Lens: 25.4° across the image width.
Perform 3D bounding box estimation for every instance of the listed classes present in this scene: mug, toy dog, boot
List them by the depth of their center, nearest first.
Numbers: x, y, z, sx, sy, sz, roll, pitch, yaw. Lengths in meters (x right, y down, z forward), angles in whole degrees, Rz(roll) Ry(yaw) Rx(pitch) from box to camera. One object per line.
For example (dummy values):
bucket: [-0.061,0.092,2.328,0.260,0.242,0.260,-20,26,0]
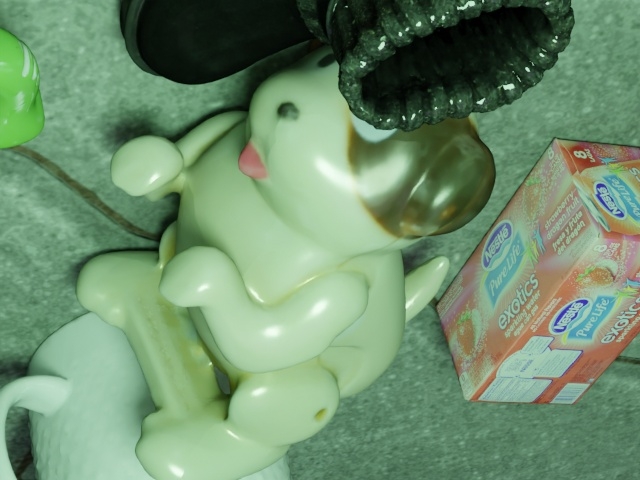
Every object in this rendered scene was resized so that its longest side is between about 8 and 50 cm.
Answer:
boot: [0.002,-0.167,1.078,0.348,0.260,0.131,-33,141,21]
toy dog: [0.000,0.000,1.290,0.395,0.285,0.408,2,138,-24]
mug: [-0.200,0.257,1.505,0.374,0.328,0.276,23,129,-41]

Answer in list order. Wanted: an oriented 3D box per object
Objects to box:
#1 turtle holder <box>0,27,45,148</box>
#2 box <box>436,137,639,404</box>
turtle holder: [-0.379,-0.123,1.056,0.320,0.243,0.227,-39,180,-37]
box: [0.267,0.042,1.556,0.154,0.142,0.300,3,139,-25]
